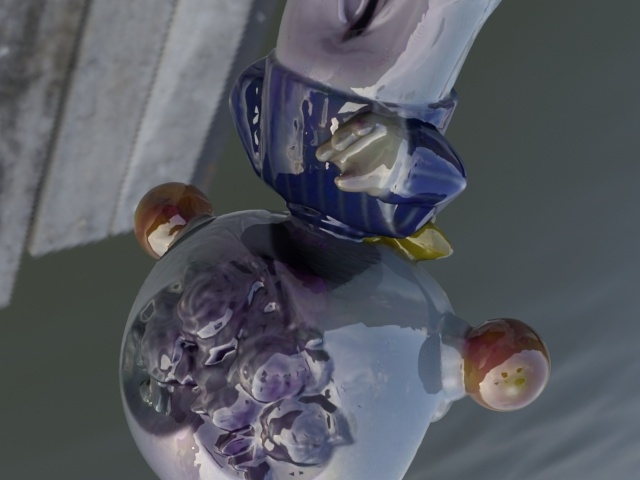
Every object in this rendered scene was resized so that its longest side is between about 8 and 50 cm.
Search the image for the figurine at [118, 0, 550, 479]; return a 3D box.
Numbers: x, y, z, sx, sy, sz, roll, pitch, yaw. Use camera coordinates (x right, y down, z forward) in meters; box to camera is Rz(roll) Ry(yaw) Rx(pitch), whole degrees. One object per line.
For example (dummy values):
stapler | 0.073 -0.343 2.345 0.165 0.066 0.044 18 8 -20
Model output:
figurine | 0.010 0.001 0.554 0.274 0.194 0.133 -53 162 23
